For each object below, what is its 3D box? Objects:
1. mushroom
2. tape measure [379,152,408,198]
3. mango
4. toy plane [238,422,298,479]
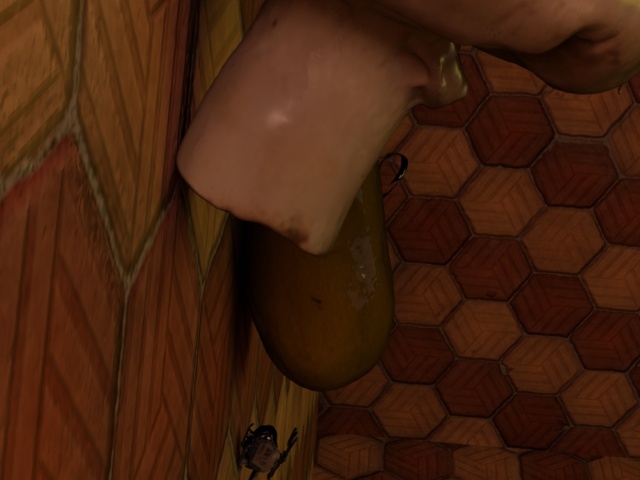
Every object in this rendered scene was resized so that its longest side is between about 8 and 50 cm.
[{"bbox_3d":[0.044,-0.131,0.583,0.292,0.292,0.290,-72,-177,-80],"label":"mushroom"},{"bbox_3d":[0.028,-0.039,1.279,0.107,0.180,0.104,70,8,-82],"label":"tape measure"},{"bbox_3d":[0.000,-0.002,0.950,0.195,0.142,0.332,-91,180,-57],"label":"mango"},{"bbox_3d":[-0.059,0.221,1.035,0.031,0.049,0.121,-82,-167,-49],"label":"toy plane"}]
